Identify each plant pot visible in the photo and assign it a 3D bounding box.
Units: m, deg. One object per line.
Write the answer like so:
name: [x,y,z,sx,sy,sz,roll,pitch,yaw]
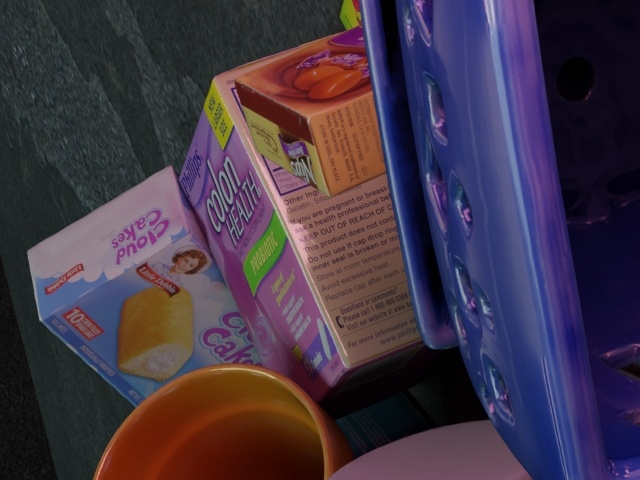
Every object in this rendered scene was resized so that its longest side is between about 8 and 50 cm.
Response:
plant pot: [-0.043,0.223,1.386,0.205,0.205,0.188,55,-174,38]
plant pot: [0.143,-0.053,0.748,0.212,0.236,0.236,-143,39,-65]

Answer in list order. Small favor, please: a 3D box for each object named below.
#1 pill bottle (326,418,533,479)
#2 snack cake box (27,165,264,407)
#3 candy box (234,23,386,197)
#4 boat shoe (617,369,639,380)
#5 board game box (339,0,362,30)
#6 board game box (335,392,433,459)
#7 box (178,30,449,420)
pill bottle: [0.127,0.319,1.247,0.204,0.204,0.361,11,120,69]
snack cake box: [-0.121,0.070,1.610,0.264,0.152,0.089,50,-165,-45]
candy box: [0.058,-0.094,1.017,0.109,0.187,0.053,33,143,60]
boat shoe: [0.194,0.119,1.043,0.206,0.075,0.065,-153,42,-71]
board game box: [0.063,-0.163,1.164,0.092,0.043,0.181,62,161,20]
board game box: [0.091,0.316,1.552,0.254,0.079,0.336,50,154,45]
box: [0.000,0.000,1.409,0.243,0.117,0.213,66,162,12]
